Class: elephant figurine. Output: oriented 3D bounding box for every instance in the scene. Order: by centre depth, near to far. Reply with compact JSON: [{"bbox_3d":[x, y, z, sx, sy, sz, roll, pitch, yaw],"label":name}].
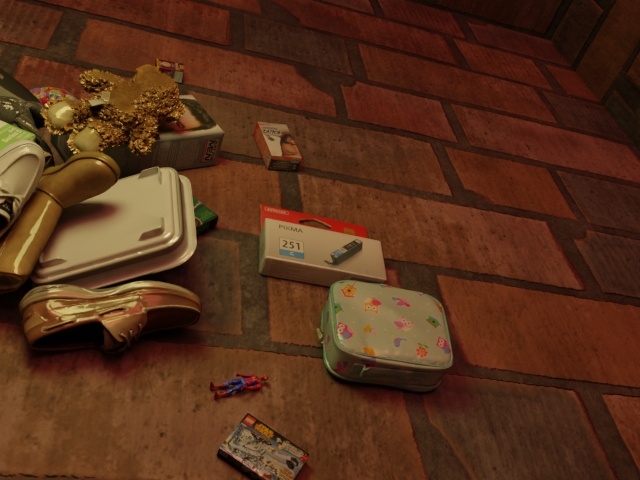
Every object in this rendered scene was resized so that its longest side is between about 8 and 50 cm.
[{"bbox_3d":[-0.661,-0.237,1.493,0.169,0.239,0.186,39,40,21],"label":"elephant figurine"}]

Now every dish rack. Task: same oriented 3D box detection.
[{"bbox_3d":[-0.423,-0.032,1.381,0.333,0.072,0.285,-17,45,0],"label":"dish rack"}]

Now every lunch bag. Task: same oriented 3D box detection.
[{"bbox_3d":[0.132,0.205,1.461,0.279,0.108,0.224,10,44,-13],"label":"lunch bag"}]

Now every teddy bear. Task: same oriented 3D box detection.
[{"bbox_3d":[-0.468,-0.286,1.581,0.245,0.113,0.338,25,43,-1],"label":"teddy bear"}]

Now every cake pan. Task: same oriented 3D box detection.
[{"bbox_3d":[-0.781,-0.375,1.622,0.293,0.054,0.293,39,3,-2],"label":"cake pan"}]

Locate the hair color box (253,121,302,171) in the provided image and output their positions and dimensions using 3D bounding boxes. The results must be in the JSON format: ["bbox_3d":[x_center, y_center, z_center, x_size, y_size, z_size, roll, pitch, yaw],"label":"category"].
[{"bbox_3d":[-0.123,-0.267,1.954,0.093,0.053,0.167,2,43,-26],"label":"hair color box"}]

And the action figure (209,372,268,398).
[{"bbox_3d":[-0.150,0.271,1.308,0.115,0.030,0.038,-5,40,-34],"label":"action figure"}]

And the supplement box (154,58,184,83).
[{"bbox_3d":[-0.459,-0.513,2.094,0.083,0.043,0.055,5,39,-22],"label":"supplement box"}]

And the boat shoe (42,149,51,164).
[{"bbox_3d":[-0.579,-0.120,1.331,0.048,0.056,0.153,18,52,7],"label":"boat shoe"}]

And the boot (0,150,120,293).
[{"bbox_3d":[-0.511,-0.031,1.294,0.089,0.236,0.269,52,36,-37],"label":"boot"}]

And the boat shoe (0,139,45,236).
[{"bbox_3d":[-0.583,-0.064,1.239,0.088,0.096,0.267,20,67,44],"label":"boat shoe"}]

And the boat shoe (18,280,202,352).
[{"bbox_3d":[-0.380,0.153,1.274,0.325,0.123,0.116,-2,50,-19],"label":"boat shoe"}]

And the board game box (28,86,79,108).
[{"bbox_3d":[-0.694,-0.370,1.810,0.169,0.033,0.133,38,40,19],"label":"board game box"}]

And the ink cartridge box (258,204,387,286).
[{"bbox_3d":[0.000,0.000,1.681,0.296,0.066,0.261,11,40,-15],"label":"ink cartridge box"}]

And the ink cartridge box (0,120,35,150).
[{"bbox_3d":[-0.737,-0.164,1.401,0.273,0.198,0.114,23,36,1],"label":"ink cartridge box"}]

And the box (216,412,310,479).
[{"bbox_3d":[-0.099,0.374,1.205,0.137,0.027,0.094,31,40,11],"label":"box"}]

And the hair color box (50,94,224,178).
[{"bbox_3d":[-0.454,-0.262,1.733,0.375,0.113,0.185,-14,51,-39],"label":"hair color box"}]

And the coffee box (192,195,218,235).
[{"bbox_3d":[-0.345,-0.076,1.620,0.184,0.040,0.113,37,40,18],"label":"coffee box"}]
